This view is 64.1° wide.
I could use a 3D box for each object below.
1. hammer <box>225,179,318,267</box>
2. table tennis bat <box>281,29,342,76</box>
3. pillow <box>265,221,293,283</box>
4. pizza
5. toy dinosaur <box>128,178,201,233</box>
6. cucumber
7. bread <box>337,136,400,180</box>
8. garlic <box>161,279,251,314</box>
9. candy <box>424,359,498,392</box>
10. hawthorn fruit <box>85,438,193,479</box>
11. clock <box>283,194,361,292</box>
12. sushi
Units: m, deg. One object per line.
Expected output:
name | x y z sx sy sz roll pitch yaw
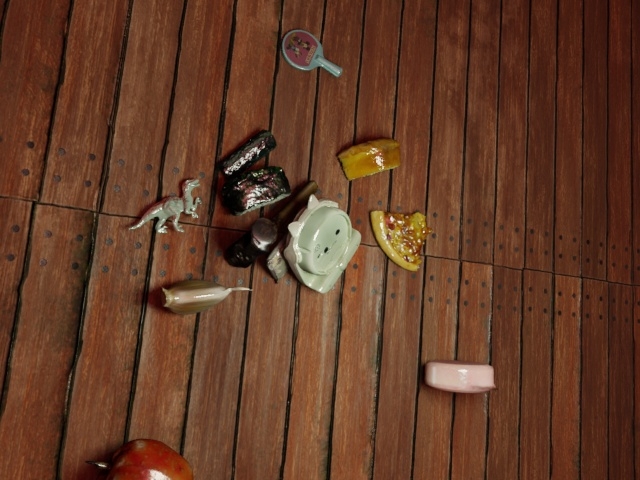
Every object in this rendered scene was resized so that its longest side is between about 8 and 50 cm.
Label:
hammer | -0.128 -0.072 1.679 0.095 0.242 0.409 48 55 -5
table tennis bat | -0.030 -0.673 1.869 0.244 0.040 0.153 27 74 -13
pillow | -0.101 0.010 1.714 0.059 0.169 0.255 29 70 22
pizza | 0.321 -0.029 1.913 0.228 0.081 0.289 -38 97 -22
toy dinosaur | -0.485 -0.098 1.599 0.242 0.053 0.167 -12 87 -23
cucumber | -0.245 -0.288 1.715 0.211 0.062 0.078 -42 101 -22
bread | 0.205 -0.309 1.869 0.260 0.134 0.129 -18 92 -23
garlic | -0.355 0.166 1.572 0.266 0.148 0.128 -13 119 -23
candy | 0.504 0.486 1.836 0.255 0.255 0.094 6 81 -22
hawthorn fruit | -0.507 0.668 1.389 0.300 0.254 0.254 36 72 -27
clock | 0.000 0.000 1.672 0.265 0.108 0.324 -55 145 -17
sushi | -0.211 -0.169 1.682 0.225 0.124 0.127 -22 93 -23
